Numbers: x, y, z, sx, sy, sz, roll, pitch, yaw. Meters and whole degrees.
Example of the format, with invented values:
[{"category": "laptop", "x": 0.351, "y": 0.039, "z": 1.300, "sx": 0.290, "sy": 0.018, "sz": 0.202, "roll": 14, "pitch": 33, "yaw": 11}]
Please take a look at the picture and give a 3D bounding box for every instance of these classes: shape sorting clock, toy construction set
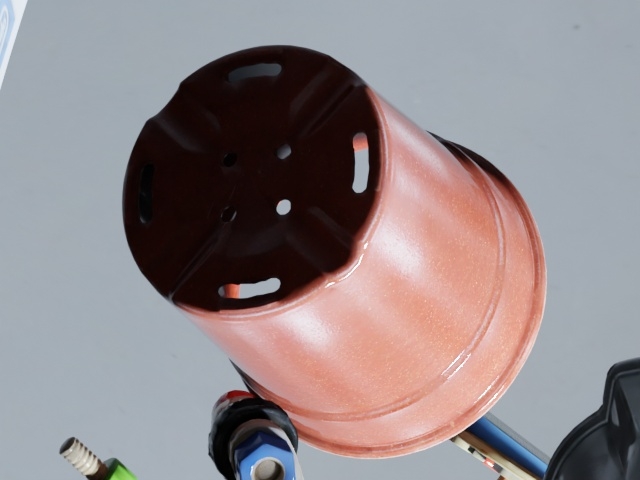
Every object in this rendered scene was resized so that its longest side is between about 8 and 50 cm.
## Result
[{"category": "shape sorting clock", "x": 0.162, "y": 0.186, "z": 1.476, "sx": 0.206, "sy": 0.206, "sz": 0.040, "roll": 36, "pitch": 92, "yaw": -15}, {"category": "toy construction set", "x": -0.077, "y": 0.260, "z": 1.216, "sx": 0.237, "sy": 0.309, "sz": 0.257, "roll": 46, "pitch": 67, "yaw": -23}]

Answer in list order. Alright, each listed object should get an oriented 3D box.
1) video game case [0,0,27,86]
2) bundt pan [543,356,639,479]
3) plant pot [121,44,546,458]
[{"category": "video game case", "x": -0.154, "y": -0.089, "z": 0.534, "sx": 0.036, "sy": 0.300, "sz": 0.329, "roll": 3, "pitch": 50, "yaw": 6}, {"category": "bundt pan", "x": 0.265, "y": 0.188, "z": 0.878, "sx": 0.331, "sy": 0.124, "sz": 0.331, "roll": 2, "pitch": 102, "yaw": 7}, {"category": "plant pot", "x": 0.000, "y": 0.000, "z": 1.316, "sx": 0.272, "sy": 0.265, "sz": 0.272, "roll": -8, "pitch": 69, "yaw": 21}]
